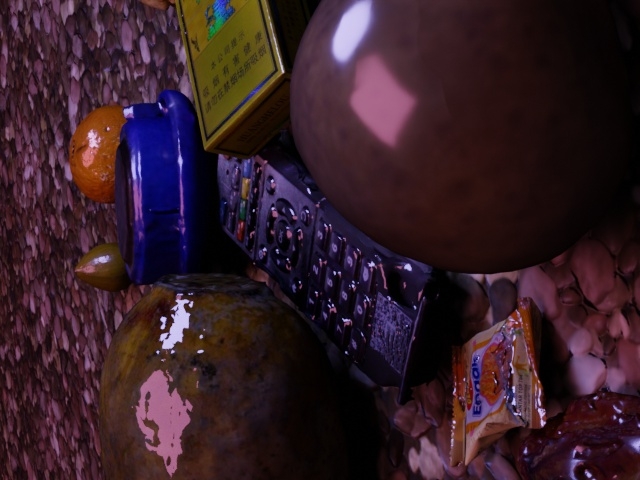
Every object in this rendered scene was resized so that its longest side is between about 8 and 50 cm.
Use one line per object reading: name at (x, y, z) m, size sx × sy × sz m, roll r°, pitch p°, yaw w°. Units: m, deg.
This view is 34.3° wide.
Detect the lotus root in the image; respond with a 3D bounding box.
lotus root at (-0.093, 0.203, 1.031) m, size 0.250 × 0.250 × 0.346 m, roll 12°, pitch 111°, yaw 58°

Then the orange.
orange at (-0.276, -0.113, 1.391) m, size 0.117 × 0.135 × 0.136 m, roll 26°, pitch 124°, yaw 15°

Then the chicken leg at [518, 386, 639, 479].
chicken leg at (0.230, 0.192, 0.643) m, size 0.322 × 0.083 × 0.177 m, roll 0°, pitch 112°, yaw 67°

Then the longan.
longan at (0.097, -0.096, 0.703) m, size 0.246 × 0.215 × 0.246 m, roll 6°, pitch 111°, yaw 17°

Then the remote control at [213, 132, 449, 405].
remote control at (0.000, 0.000, 1.012) m, size 0.399 × 0.062 × 0.145 m, roll 42°, pitch 130°, yaw 50°

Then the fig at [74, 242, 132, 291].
fig at (-0.316, 0.040, 1.521) m, size 0.074 × 0.088 × 0.074 m, roll 173°, pitch 90°, yaw -77°

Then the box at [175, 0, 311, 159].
box at (-0.076, -0.212, 1.049) m, size 0.141 × 0.064 × 0.220 m, roll -39°, pitch 56°, yaw 40°

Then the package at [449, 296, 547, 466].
package at (0.136, 0.111, 0.809) m, size 0.121 × 0.031 × 0.108 m, roll 132°, pitch 150°, yaw -54°

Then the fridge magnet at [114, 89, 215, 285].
fridge magnet at (-0.186, -0.048, 1.246) m, size 0.265 × 0.112 × 0.265 m, roll 177°, pitch 90°, yaw -75°

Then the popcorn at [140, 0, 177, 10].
popcorn at (-0.176, -0.346, 1.164) m, size 0.148 × 0.152 × 0.167 m, roll 42°, pitch 144°, yaw 48°
